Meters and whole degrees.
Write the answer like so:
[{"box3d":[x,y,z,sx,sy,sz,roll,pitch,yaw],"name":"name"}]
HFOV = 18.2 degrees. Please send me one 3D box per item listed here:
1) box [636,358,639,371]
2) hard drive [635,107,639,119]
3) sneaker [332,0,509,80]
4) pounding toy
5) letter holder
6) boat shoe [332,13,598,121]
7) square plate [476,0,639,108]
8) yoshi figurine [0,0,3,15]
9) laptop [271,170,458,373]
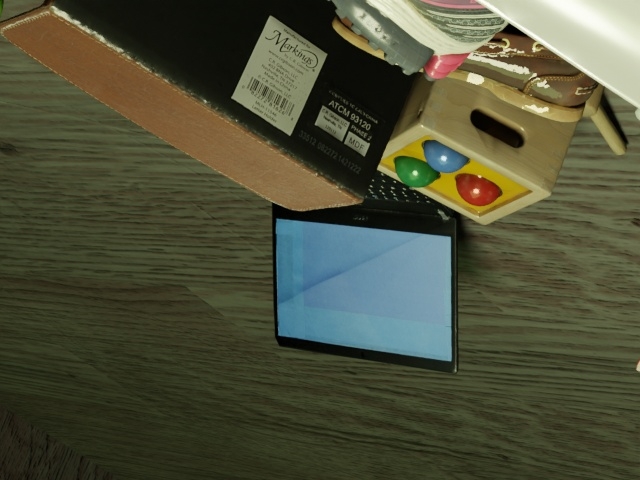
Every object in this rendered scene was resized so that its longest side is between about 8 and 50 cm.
[{"box3d":[0.309,-0.004,1.241,0.142,0.154,0.300,23,158,8],"name":"box"},{"box3d":[0.360,-0.116,1.391,0.203,0.040,0.307,22,160,-1],"name":"hard drive"},{"box3d":[0.017,-0.238,1.358,0.299,0.121,0.112,33,129,-26],"name":"sneaker"},{"box3d":[0.159,-0.078,1.626,0.181,0.094,0.206,27,161,-14],"name":"pounding toy"},{"box3d":[-0.108,-0.156,1.623,0.302,0.152,0.214,31,161,-25],"name":"letter holder"},{"box3d":[0.114,-0.159,1.513,0.207,0.073,0.073,18,123,2],"name":"boat shoe"},{"box3d":[0.289,-0.142,1.217,0.347,0.049,0.344,31,158,-11],"name":"square plate"},{"box3d":[-0.353,-0.213,1.489,0.203,0.203,0.362,27,-162,26],"name":"yoshi figurine"},{"box3d":[0.000,0.000,1.942,0.234,0.136,0.264,6,155,37],"name":"laptop"}]
